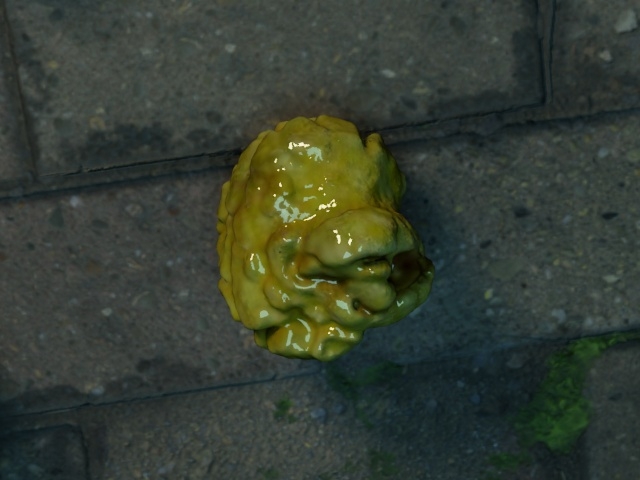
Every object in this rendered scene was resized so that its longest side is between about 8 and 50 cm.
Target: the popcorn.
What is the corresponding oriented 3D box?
[{"bbox_3d":[0.000,0.000,1.531,0.200,0.203,0.226,40,86,-27],"label":"popcorn"}]
